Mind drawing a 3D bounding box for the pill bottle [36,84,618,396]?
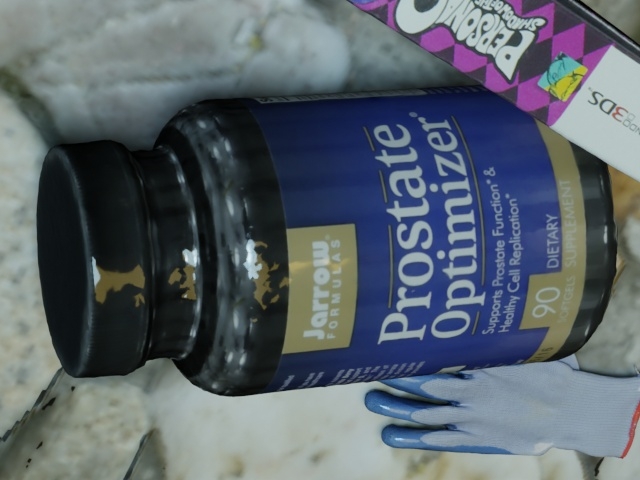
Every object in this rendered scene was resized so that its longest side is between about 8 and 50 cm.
[{"bbox_3d":[0.000,0.000,0.807,0.219,0.123,0.122,-5,116,-20],"label":"pill bottle"}]

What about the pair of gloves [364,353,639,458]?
[{"bbox_3d":[0.079,0.119,0.954,0.159,0.023,0.198,10,110,-26],"label":"pair of gloves"}]

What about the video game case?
[{"bbox_3d":[0.005,-0.122,0.688,0.210,0.232,0.042,28,103,-31],"label":"video game case"}]
